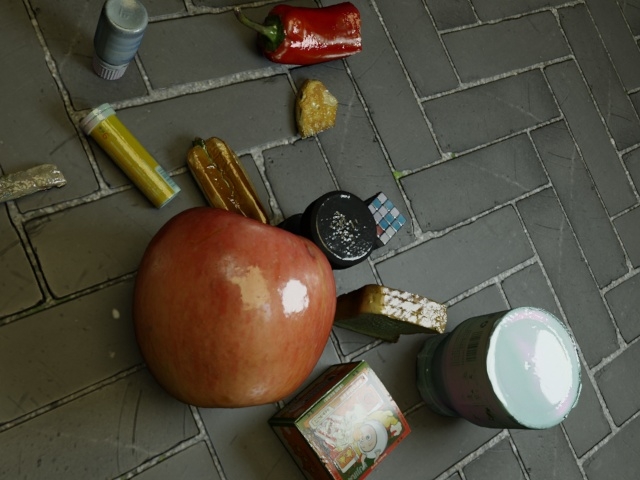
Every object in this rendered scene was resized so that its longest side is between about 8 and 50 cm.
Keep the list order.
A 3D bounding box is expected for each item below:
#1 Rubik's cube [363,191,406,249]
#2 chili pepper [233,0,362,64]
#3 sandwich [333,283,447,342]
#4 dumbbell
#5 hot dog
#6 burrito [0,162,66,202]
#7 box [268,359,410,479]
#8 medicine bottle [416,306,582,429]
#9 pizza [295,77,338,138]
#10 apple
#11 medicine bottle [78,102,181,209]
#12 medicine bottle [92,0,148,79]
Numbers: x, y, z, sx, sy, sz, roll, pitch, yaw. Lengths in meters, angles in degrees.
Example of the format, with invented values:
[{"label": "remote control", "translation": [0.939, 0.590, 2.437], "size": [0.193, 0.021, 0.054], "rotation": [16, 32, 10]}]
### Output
[{"label": "Rubik's cube", "translation": [0.119, -0.040, 1.441], "size": [0.092, 0.092, 0.092], "rotation": [48, 61, -8]}, {"label": "chili pepper", "translation": [-0.069, -0.463, 1.439], "size": [0.338, 0.131, 0.135], "rotation": [-17, 109, -33]}, {"label": "sandwich", "translation": [0.136, 0.154, 1.326], "size": [0.186, 0.214, 0.065], "rotation": [19, 70, -21]}, {"label": "dumbbell", "translation": [0.000, 0.000, 1.297], "size": [0.152, 0.218, 0.153], "rotation": [8, 73, -26]}, {"label": "hot dog", "translation": [-0.191, -0.106, 1.317], "size": [0.104, 0.076, 0.250], "rotation": [-33, 89, -11]}, {"label": "burrito", "translation": [-0.549, -0.099, 1.147], "size": [0.171, 0.042, 0.051], "rotation": [-24, 78, -32]}, {"label": "box", "translation": [0.039, 0.367, 1.258], "size": [0.195, 0.148, 0.178], "rotation": [-35, 95, -30]}, {"label": "medicine bottle", "translation": [0.364, 0.279, 1.368], "size": [0.244, 0.290, 0.245], "rotation": [7, 73, -24]}, {"label": "pizza", "translation": [-0.012, -0.302, 1.478], "size": [0.099, 0.035, 0.160], "rotation": [13, 72, -23]}, {"label": "apple", "translation": [-0.154, 0.127, 1.113], "size": [0.363, 0.364, 0.364], "rotation": [7, 73, -25]}, {"label": "medicine bottle", "translation": [-0.367, -0.161, 1.239], "size": [0.218, 0.074, 0.074], "rotation": [49, 61, -8]}, {"label": "medicine bottle", "translation": [-0.388, -0.379, 1.211], "size": [0.083, 0.203, 0.084], "rotation": [8, 72, -27]}]
